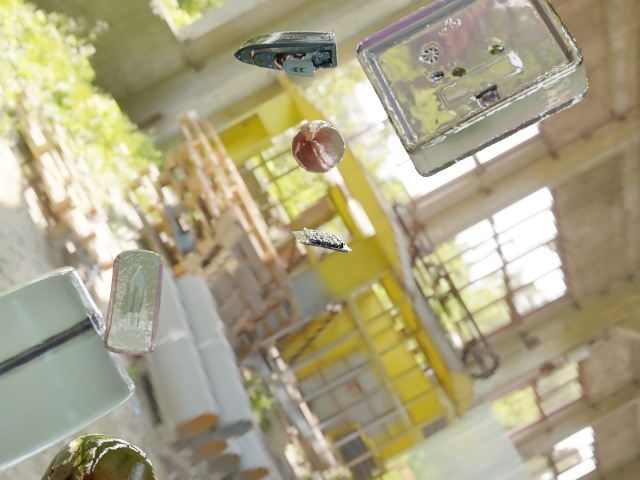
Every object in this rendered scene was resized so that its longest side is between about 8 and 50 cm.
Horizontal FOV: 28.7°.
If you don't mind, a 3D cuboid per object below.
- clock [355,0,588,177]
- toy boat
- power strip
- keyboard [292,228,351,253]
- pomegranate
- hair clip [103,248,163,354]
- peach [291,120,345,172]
[{"bbox_3d":[0.149,-0.171,1.243,0.147,0.192,0.071,65,6,29],"label":"clock"},{"bbox_3d":[-0.048,-0.254,1.698,0.055,0.141,0.060,84,7,-63],"label":"toy boat"},{"bbox_3d":[-0.385,0.170,1.312,0.161,0.357,0.357,63,-1,-1],"label":"power strip"},{"bbox_3d":[0.001,-0.002,1.757,0.196,0.074,0.015,-128,-127,-85],"label":"keyboard"},{"bbox_3d":[-0.278,0.365,1.717,0.224,0.181,0.181,25,15,-22],"label":"pomegranate"},{"bbox_3d":[-0.193,0.066,1.300,0.022,0.054,0.137,98,-8,-49],"label":"hair clip"},{"bbox_3d":[-0.006,-0.139,1.869,0.083,0.083,0.083,62,-1,1],"label":"peach"}]
